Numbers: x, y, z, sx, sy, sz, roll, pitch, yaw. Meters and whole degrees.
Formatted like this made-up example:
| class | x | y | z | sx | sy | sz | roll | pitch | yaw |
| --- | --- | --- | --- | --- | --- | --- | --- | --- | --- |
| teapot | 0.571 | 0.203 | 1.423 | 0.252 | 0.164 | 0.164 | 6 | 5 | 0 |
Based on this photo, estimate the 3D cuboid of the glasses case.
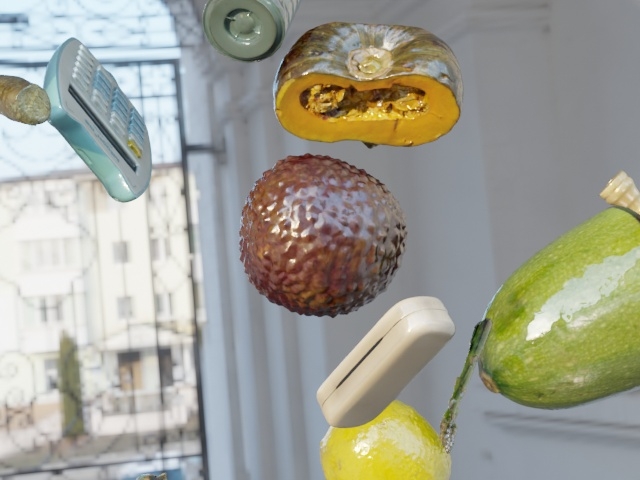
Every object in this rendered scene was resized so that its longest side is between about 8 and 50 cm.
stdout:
| class | x | y | z | sx | sy | sz | roll | pitch | yaw |
| --- | --- | --- | --- | --- | --- | --- | --- | --- | --- |
| glasses case | 0.072 | 0.139 | 1.437 | 0.083 | 0.050 | 0.196 | 9 | -47 | -42 |

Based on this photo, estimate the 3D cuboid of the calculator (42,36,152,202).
| class | x | y | z | sx | sy | sz | roll | pitch | yaw |
| --- | --- | --- | --- | --- | --- | --- | --- | --- | --- |
| calculator | -0.373 | -0.212 | 2.163 | 0.054 | 0.256 | 0.386 | -31 | 25 | 13 |

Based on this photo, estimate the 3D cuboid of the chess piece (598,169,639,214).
| class | x | y | z | sx | sy | sz | roll | pitch | yaw |
| --- | --- | --- | --- | --- | --- | --- | --- | --- | --- |
| chess piece | 0.582 | -0.068 | 2.362 | 0.066 | 0.122 | 0.066 | -49 | -5 | -5 |

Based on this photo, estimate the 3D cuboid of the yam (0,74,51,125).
| class | x | y | z | sx | sy | sz | roll | pitch | yaw |
| --- | --- | --- | --- | --- | --- | --- | --- | --- | --- |
| yam | -0.455 | -0.201 | 1.729 | 0.061 | 0.061 | 0.274 | -1 | 13 | -43 |

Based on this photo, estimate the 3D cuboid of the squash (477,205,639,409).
| class | x | y | z | sx | sy | sz | roll | pitch | yaw |
| --- | --- | --- | --- | --- | --- | --- | --- | --- | --- |
| squash | 0.385 | 0.125 | 2.056 | 0.309 | 0.310 | 0.310 | -15 | -2 | -9 |

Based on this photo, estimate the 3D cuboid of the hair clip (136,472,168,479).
| class | x | y | z | sx | sy | sz | roll | pitch | yaw |
| --- | --- | --- | --- | --- | --- | --- | --- | --- | --- |
| hair clip | -0.361 | 0.423 | 1.803 | 0.359 | 0.095 | 0.110 | -20 | -30 | -19 |

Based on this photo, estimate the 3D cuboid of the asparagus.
| class | x | y | z | sx | sy | sz | roll | pitch | yaw |
| --- | --- | --- | --- | --- | --- | --- | --- | --- | --- |
| asparagus | 0.160 | 0.157 | 1.418 | 0.023 | 0.022 | 0.233 | 8 | 34 | 15 |

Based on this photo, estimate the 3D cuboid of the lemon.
| class | x | y | z | sx | sy | sz | roll | pitch | yaw |
| --- | --- | --- | --- | --- | --- | --- | --- | --- | --- |
| lemon | 0.094 | 0.318 | 1.838 | 0.193 | 0.180 | 0.181 | 30 | -24 | -32 |

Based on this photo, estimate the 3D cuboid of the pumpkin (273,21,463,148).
| class | x | y | z | sx | sy | sz | roll | pitch | yaw |
| --- | --- | --- | --- | --- | --- | --- | --- | --- | --- |
| pumpkin | 0.078 | -0.247 | 2.152 | 0.317 | 0.139 | 0.221 | -1 | -36 | -3 |

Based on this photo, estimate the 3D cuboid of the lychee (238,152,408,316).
| class | x | y | z | sx | sy | sz | roll | pitch | yaw |
| --- | --- | --- | --- | --- | --- | --- | --- | --- | --- |
| lychee | 0.000 | 0.000 | 1.896 | 0.261 | 0.260 | 0.260 | -5 | -4 | 0 |

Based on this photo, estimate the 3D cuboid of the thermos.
| class | x | y | z | sx | sy | sz | roll | pitch | yaw |
| --- | --- | --- | --- | --- | --- | --- | --- | --- | --- |
| thermos | -0.110 | -0.447 | 2.222 | 0.145 | 0.182 | 0.286 | -13 | 33 | 21 |
